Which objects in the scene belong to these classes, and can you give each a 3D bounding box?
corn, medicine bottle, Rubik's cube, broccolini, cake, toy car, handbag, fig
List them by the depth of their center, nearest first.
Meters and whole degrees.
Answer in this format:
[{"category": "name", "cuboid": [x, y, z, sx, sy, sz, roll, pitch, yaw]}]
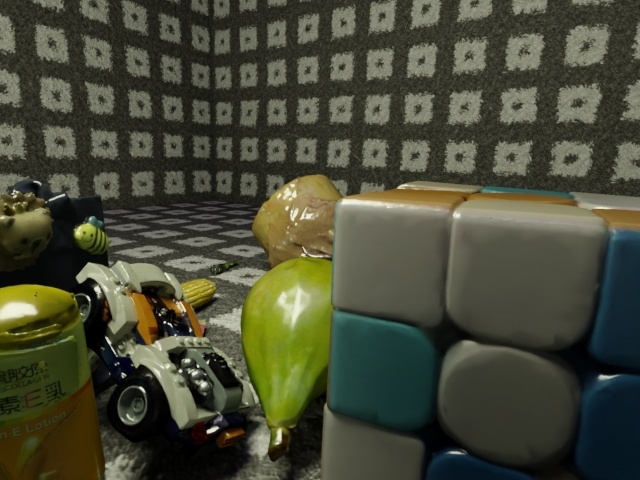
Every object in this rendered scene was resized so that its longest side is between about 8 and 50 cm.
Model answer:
[{"category": "medicine bottle", "cuboid": [-0.303, 0.164, 0.439, 0.124, 0.239, 0.124, 0, 14, 0]}, {"category": "Rubik's cube", "cuboid": [0.223, 0.115, 0.510, 0.346, 0.347, 0.344, 7, 13, 25]}, {"category": "handbag", "cuboid": [-0.408, 0.091, 0.547, 0.121, 0.330, 0.303, 5, 12, 13]}, {"category": "toy car", "cuboid": [-0.205, 0.151, 0.573, 0.301, 0.118, 0.193, 42, 3, 26]}, {"category": "fig", "cuboid": [-0.003, 0.153, 0.640, 0.232, 0.233, 0.314, -2, 18, -18]}, {"category": "corn", "cuboid": [-0.317, 0.134, 1.014, 0.085, 0.063, 0.165, -4, 7, 20]}, {"category": "cake", "cuboid": [-0.005, 0.006, 1.296, 0.332, 0.332, 0.321, -9, 54, -44]}, {"category": "broccolini", "cuboid": [-0.310, 0.086, 1.368, 0.035, 0.030, 0.140, -32, -5, 19]}]

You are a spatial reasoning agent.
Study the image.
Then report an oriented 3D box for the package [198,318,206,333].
[{"category": "package", "cuboid": [-0.281, 0.183, 0.872, 0.083, 0.029, 0.059, -9, 20, -4]}]
